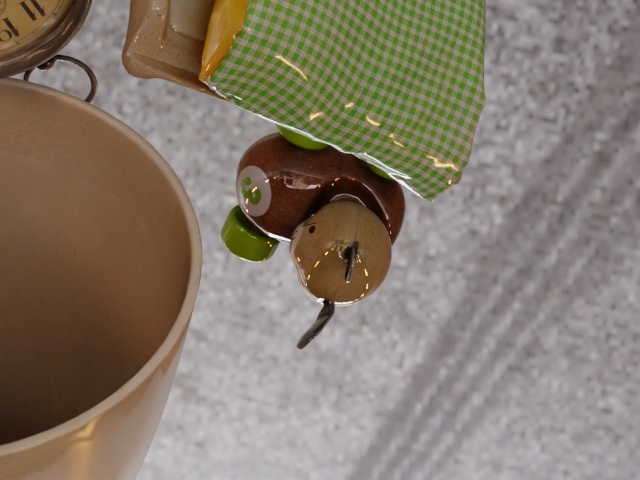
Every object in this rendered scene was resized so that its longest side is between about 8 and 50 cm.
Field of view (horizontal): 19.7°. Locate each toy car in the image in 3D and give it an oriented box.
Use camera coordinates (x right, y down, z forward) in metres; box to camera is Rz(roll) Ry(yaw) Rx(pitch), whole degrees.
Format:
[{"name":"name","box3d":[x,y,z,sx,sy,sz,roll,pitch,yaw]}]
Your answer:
[{"name":"toy car","box3d":[0.000,0.000,1.502,0.149,0.188,0.155,19,124,-13]}]

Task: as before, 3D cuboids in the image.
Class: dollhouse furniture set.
[{"name":"dollhouse furniture set","box3d":[0.031,-0.200,0.827,0.197,0.302,0.151,18,151,-34]}]

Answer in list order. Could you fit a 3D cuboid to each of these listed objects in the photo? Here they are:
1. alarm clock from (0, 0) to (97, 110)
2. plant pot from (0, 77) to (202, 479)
[{"name":"alarm clock","box3d":[-0.171,-0.133,0.936,0.129,0.064,0.192,-21,131,12]},{"name":"plant pot","box3d":[-0.195,0.096,0.989,0.256,0.256,0.274,12,137,6]}]
